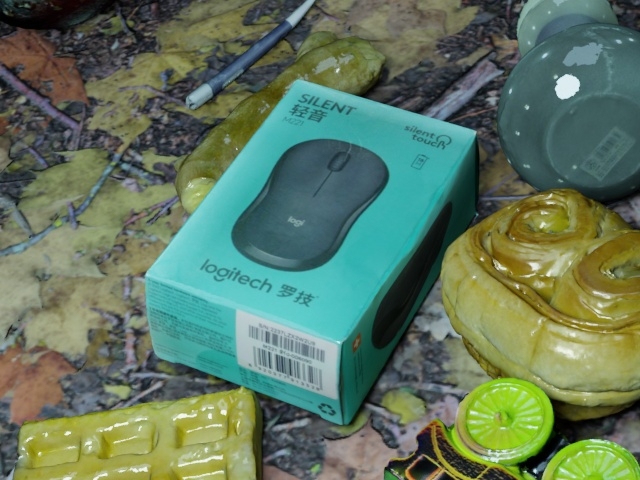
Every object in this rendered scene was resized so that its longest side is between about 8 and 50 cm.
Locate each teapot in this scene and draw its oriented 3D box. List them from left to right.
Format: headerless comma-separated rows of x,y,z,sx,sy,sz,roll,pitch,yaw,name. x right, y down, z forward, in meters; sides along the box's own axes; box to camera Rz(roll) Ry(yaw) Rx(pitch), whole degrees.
0.260,-0.158,1.592,0.184,0.183,0.251,-9,32,7,teapot

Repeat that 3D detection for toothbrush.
-0.051,-0.234,1.852,0.026,0.024,0.288,35,60,23,toothbrush

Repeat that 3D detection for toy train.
0.191,0.226,1.255,0.160,0.100,0.296,-41,48,-18,toy train

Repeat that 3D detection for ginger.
-0.050,-0.130,1.711,0.118,0.065,0.299,14,48,45,ginger

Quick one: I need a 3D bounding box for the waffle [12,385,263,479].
-0.157,0.241,1.366,0.221,0.055,0.248,-9,43,6,waffle

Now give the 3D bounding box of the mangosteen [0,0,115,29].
-0.325,-0.396,1.912,0.330,0.330,0.330,-8,44,8,mangosteen

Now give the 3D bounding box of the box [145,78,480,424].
0.000,0.000,1.498,0.205,0.118,0.311,20,49,19,box

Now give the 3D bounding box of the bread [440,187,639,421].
0.219,0.056,1.397,0.198,0.120,0.236,-27,43,-23,bread
